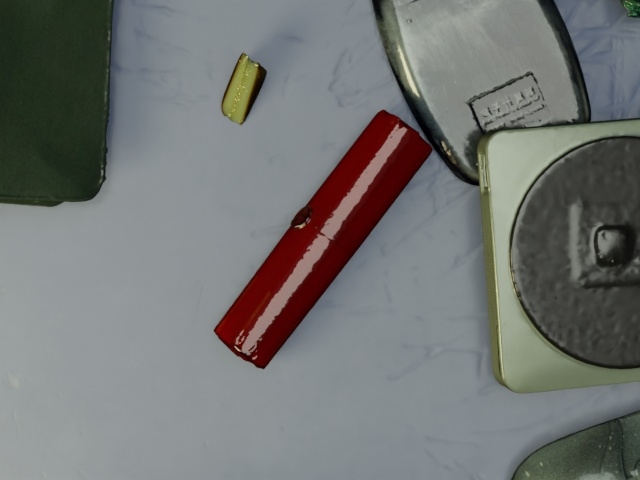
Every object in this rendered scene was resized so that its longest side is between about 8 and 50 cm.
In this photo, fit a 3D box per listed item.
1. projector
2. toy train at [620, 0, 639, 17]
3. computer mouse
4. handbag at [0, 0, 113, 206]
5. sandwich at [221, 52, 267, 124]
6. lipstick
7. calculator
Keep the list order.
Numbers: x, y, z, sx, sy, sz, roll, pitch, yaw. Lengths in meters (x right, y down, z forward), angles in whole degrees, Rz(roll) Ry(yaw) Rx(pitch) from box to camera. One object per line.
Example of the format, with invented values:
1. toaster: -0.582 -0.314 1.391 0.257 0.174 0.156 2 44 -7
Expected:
1. projector: 0.290 0.010 1.810 0.259 0.079 0.257 -5 95 -6
2. toy train: 0.280 -0.285 1.810 0.172 0.070 0.099 16 51 -5
3. computer mouse: 0.300 0.231 1.819 0.229 0.068 0.113 -18 92 -3
4. handbag: -0.323 -0.159 1.726 0.260 0.079 0.247 3 91 -32
5. sandwich: -0.072 -0.158 1.813 0.031 0.044 0.083 27 131 1
6. lipstick: 0.001 0.001 1.801 0.073 0.073 0.280 37 87 -3
7. calculator: 0.162 -0.183 1.830 0.177 0.040 0.268 -26 96 -1
